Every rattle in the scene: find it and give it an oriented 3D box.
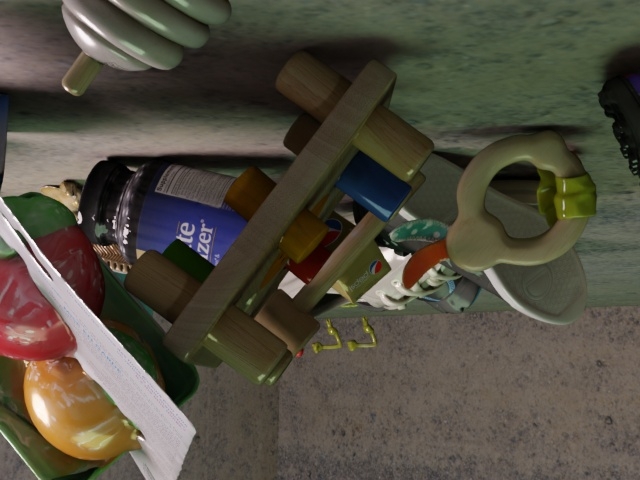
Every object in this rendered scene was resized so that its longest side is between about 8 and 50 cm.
[{"bbox_3d":[0.166,-0.030,1.048,0.200,0.130,0.142,-36,-160,14],"label":"rattle"}]

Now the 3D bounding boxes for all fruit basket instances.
[{"bbox_3d":[-0.206,0.052,0.830,0.165,0.327,0.353,-38,170,-27],"label":"fruit basket"}]

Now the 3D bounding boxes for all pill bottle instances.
[{"bbox_3d":[-0.144,-0.019,1.154,0.219,0.122,0.123,13,174,8],"label":"pill bottle"}]

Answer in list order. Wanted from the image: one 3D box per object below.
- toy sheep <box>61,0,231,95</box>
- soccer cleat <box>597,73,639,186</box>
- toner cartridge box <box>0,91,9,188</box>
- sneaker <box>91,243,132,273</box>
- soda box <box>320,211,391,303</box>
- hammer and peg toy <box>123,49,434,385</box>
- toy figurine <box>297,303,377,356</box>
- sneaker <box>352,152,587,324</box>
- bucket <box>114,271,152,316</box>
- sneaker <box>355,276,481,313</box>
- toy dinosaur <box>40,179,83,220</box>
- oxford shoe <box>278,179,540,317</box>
[{"bbox_3d":[-0.079,-0.123,0.485,0.091,0.132,0.091,32,-166,-9],"label":"toy sheep"},{"bbox_3d":[0.312,-0.080,0.865,0.116,0.108,0.318,-26,159,21],"label":"soccer cleat"},{"bbox_3d":[-0.454,-0.090,0.916,0.348,0.075,0.165,3,173,-18],"label":"toner cartridge box"},{"bbox_3d":[-0.215,0.008,1.516,0.282,0.099,0.153,0,171,-14],"label":"sneaker"},{"bbox_3d":[0.000,0.000,1.220,0.181,0.061,0.058,35,163,52],"label":"soda box"},{"bbox_3d":[-0.026,-0.006,0.902,0.127,0.266,0.361,36,174,5],"label":"hammer and peg toy"},{"bbox_3d":[-0.069,0.109,1.958,0.363,0.191,0.217,-1,167,6],"label":"toy figurine"},{"bbox_3d":[0.163,-0.001,1.191,0.296,0.104,0.147,33,166,-21],"label":"sneaker"},{"bbox_3d":[-0.409,0.106,1.680,0.281,0.281,0.183,-1,176,13],"label":"bucket"},{"bbox_3d":[0.122,0.036,1.742,0.140,0.125,0.341,36,159,-25],"label":"sneaker"},{"bbox_3d":[-0.319,-0.047,1.367,0.093,0.053,0.183,21,157,-22],"label":"toy dinosaur"},{"bbox_3d":[0.121,0.017,1.347,0.449,0.130,0.169,-15,160,34],"label":"oxford shoe"}]
